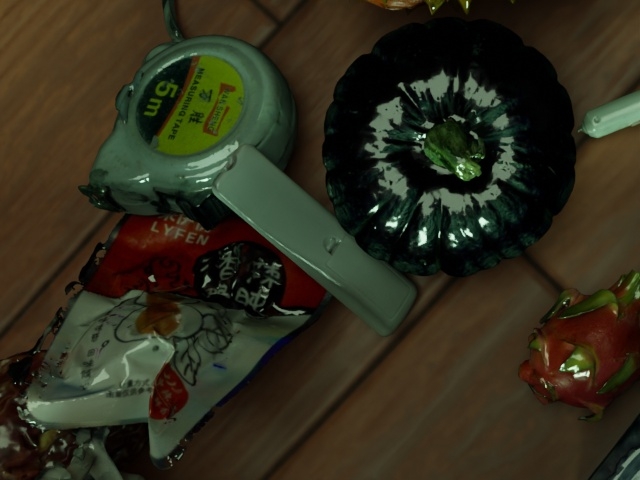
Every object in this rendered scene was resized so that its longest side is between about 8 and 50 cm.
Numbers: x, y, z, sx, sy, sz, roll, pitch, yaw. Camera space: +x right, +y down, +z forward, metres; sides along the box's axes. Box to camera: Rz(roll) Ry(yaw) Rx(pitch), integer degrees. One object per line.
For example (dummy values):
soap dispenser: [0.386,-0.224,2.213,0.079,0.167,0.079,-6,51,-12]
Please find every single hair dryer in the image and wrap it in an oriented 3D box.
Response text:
hair dryer: [0.257,-0.100,1.004,0.137,0.047,0.082,-21,78,19]

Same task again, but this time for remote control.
remote control: [0.000,0.000,1.022,0.184,0.027,0.050,40,66,-15]

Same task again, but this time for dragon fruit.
dragon fruit: [0.199,0.071,0.978,0.116,0.086,0.081,-44,59,-8]

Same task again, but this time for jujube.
jujube: [-0.240,0.171,1.065,0.236,0.168,0.168,-30,75,0]

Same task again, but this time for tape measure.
tape measure: [-0.070,-0.164,1.109,0.164,0.084,0.330,15,69,17]

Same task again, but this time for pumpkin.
pumpkin: [0.093,-0.069,1.000,0.194,0.150,0.194,-8,63,15]

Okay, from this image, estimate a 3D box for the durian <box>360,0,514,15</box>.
durian: [0.075,-0.329,0.934,0.347,0.384,0.347,3,83,-22]

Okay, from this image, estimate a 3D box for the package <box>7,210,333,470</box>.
package: [-0.104,0.058,1.019,0.194,0.269,0.071,21,130,10]

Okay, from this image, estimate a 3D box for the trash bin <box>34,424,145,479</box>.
trash bin: [-0.041,0.307,0.914,0.367,0.256,0.296,6,107,10]

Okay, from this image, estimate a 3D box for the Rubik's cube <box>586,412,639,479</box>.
Rubik's cube: [0.340,0.177,0.797,0.313,0.318,0.316,38,96,18]
